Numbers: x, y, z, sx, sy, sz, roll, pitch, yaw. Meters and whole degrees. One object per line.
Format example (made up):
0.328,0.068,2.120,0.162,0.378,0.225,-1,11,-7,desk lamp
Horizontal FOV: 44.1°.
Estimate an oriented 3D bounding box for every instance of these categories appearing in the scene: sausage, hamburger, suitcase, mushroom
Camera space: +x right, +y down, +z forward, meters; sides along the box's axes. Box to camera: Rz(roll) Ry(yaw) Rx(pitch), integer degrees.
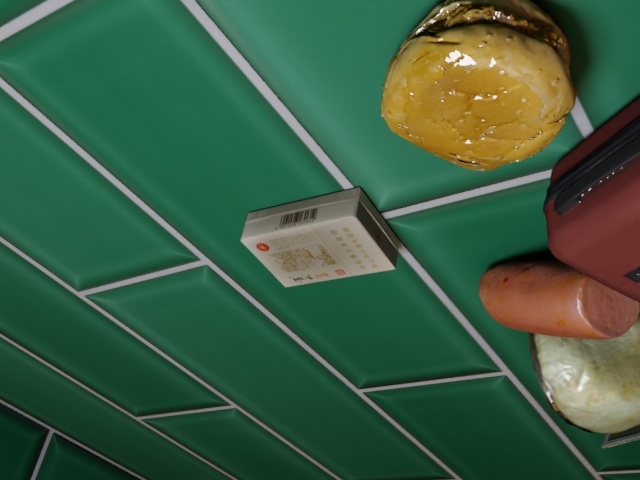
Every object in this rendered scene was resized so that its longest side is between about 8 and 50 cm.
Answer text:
0.322,0.081,1.117,0.113,0.114,0.259,26,169,-19,sausage
0.173,-0.173,0.867,0.213,0.108,0.214,10,150,6,hamburger
0.423,-0.059,0.897,0.236,0.161,0.297,25,144,-16,suitcase
0.458,0.187,1.204,0.267,0.190,0.164,33,136,-28,mushroom

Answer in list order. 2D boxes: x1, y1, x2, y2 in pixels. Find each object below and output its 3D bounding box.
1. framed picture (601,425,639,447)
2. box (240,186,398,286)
0.542,0.261,1.297,0.011,0.183,0.142,47,137,-6,framed picture
0.000,0.000,1.192,0.201,0.058,0.141,-13,138,30,box
